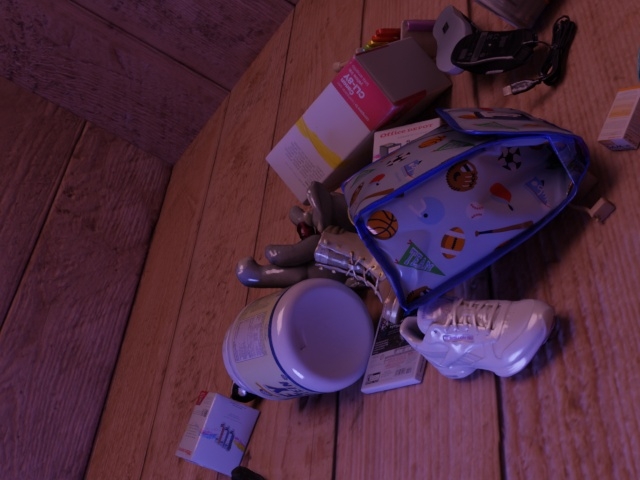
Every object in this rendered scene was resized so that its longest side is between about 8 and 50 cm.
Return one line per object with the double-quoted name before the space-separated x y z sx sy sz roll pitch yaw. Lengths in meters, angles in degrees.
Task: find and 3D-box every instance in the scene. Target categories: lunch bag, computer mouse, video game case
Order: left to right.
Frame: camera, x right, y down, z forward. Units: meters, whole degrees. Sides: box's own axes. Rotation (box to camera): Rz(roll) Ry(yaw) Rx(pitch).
"video game case" 0.156 0.208 1.792 0.190 0.022 0.173 -28 40 57
"lunch bag" 0.245 -0.096 1.583 0.385 0.239 0.328 -29 14 6
"computer mouse" 0.378 -0.349 1.834 0.262 0.060 0.184 -3 55 35

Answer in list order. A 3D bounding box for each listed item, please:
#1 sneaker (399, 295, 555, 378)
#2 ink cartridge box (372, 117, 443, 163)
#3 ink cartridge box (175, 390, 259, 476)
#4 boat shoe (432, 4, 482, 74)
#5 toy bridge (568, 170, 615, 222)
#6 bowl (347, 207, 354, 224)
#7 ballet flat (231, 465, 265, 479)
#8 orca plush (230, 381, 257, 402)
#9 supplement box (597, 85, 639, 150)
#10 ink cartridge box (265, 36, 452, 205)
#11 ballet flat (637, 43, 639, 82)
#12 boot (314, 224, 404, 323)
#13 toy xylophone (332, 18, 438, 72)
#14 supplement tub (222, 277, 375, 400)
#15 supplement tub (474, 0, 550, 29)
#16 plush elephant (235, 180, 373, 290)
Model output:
"sneaker" 0.244 0.148 1.476 0.305 0.152 0.114 -28 31 54
"ink cartridge box" 0.193 -0.149 1.948 0.154 0.093 0.212 -10 43 18
"ink cartridge box" -0.257 0.479 2.267 0.128 0.127 0.176 -11 54 63
"boat shoe" 0.325 -0.441 2.074 0.113 0.105 0.306 -58 15 22
"toy bridge" 0.429 -0.085 1.506 0.063 0.026 0.188 -53 23 29
"bowl" 0.150 -0.052 1.996 0.170 0.080 0.170 -10 44 10
"ballet flat" -0.154 0.558 2.074 0.057 0.049 0.173 -39 21 -16
"orca plush" -0.115 0.292 2.278 0.287 0.102 0.151 -55 -25 -8
"supplement box" 0.495 -0.197 1.473 0.098 0.036 0.062 -65 21 -7
"ink cartridge box" 0.086 -0.284 2.186 0.385 0.160 0.279 -45 -9 39
"ballet flat" 0.555 -0.333 1.472 0.070 0.070 0.188 -24 46 58
"boot" 0.084 0.059 1.820 0.262 0.203 0.095 -73 -1 -59
"toy xylophone" 0.175 -0.487 2.337 0.323 0.236 0.081 -5 89 62
"supplement tub" -0.058 0.221 1.970 0.325 0.235 0.235 -25 42 58
"supplement tub" 0.440 -0.613 1.889 0.316 0.194 0.193 -57 22 16
"plush elephant" 0.000 0.000 2.081 0.330 0.272 0.255 -9 65 33
